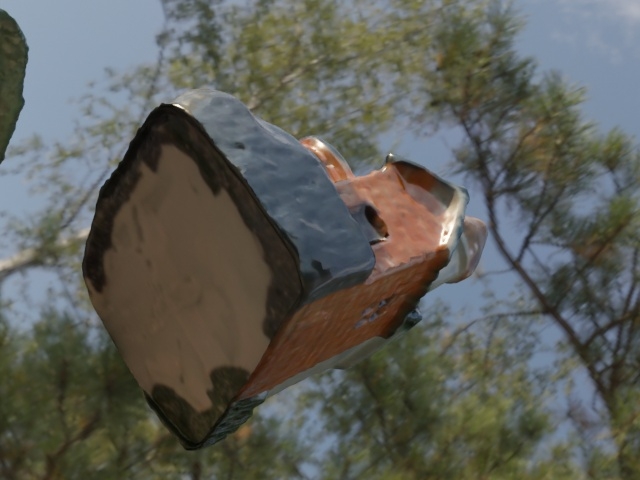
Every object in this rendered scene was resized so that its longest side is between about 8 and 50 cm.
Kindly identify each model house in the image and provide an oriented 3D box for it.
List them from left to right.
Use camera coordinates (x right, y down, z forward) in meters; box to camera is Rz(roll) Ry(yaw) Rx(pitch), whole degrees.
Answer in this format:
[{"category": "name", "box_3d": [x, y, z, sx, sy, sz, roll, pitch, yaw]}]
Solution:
[{"category": "model house", "box_3d": [0.000, 0.000, 0.897, 0.190, 0.301, 0.271, 57, -39, 22]}]

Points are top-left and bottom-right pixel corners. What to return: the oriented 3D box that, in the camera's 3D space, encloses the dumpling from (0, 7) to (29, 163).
[{"category": "dumpling", "box_3d": [-0.295, -0.088, 0.773, 0.217, 0.105, 0.149, -29, -77, 7]}]
